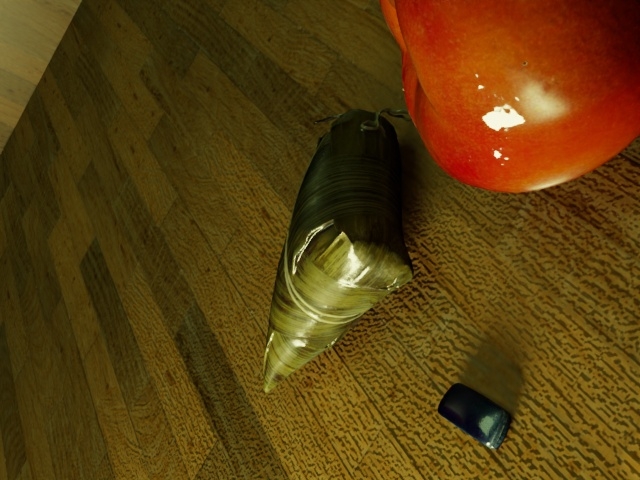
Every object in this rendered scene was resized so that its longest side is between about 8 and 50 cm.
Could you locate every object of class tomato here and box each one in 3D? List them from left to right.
[{"bbox_3d":[0.165,-0.191,0.870,0.226,0.298,0.298,-14,42,4],"label":"tomato"}]

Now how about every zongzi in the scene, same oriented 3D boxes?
[{"bbox_3d":[0.000,0.000,1.141,0.241,0.111,0.247,-49,26,39],"label":"zongzi"}]

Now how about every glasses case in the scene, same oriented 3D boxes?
[{"bbox_3d":[0.122,0.140,0.895,0.083,0.023,0.033,26,92,62],"label":"glasses case"}]
